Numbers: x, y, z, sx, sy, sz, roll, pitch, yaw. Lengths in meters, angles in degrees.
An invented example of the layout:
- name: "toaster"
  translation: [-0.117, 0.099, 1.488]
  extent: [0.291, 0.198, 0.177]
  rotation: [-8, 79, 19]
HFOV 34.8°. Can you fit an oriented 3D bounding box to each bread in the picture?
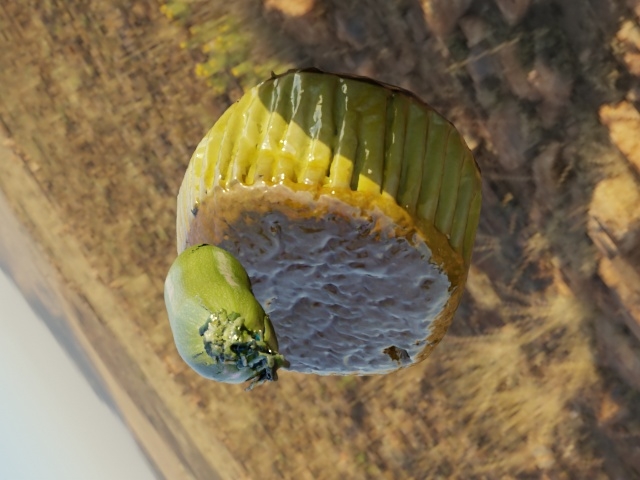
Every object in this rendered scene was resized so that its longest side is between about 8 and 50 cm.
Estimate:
- name: "bread"
  translation: [0.000, 0.000, 0.786]
  extent: [0.253, 0.228, 0.142]
  rotation: [115, 167, -51]

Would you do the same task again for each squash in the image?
- name: "squash"
  translation: [-0.051, 0.038, 0.518]
  extent: [0.052, 0.052, 0.183]
  rotation: [61, 173, -16]
